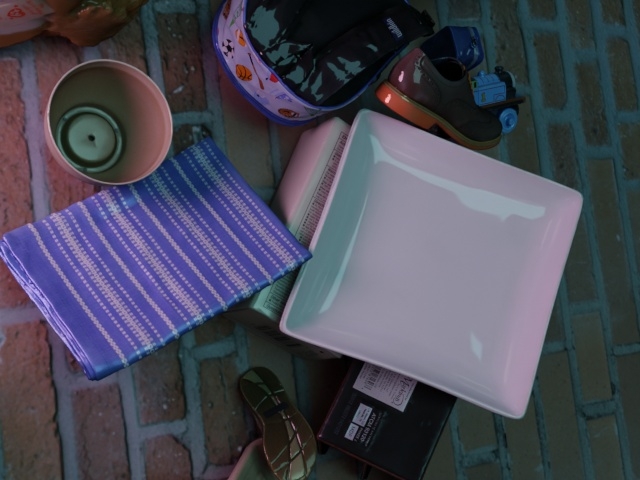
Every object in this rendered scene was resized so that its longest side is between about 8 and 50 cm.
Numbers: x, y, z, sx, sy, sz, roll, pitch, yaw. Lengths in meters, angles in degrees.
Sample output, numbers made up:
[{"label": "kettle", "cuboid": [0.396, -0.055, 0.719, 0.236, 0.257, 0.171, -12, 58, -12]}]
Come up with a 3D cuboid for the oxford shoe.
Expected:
[{"label": "oxford shoe", "cuboid": [0.197, -0.202, 1.487, 0.271, 0.097, 0.098, 12, 119, -50]}]

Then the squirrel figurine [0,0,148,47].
[{"label": "squirrel figurine", "cuboid": [-0.381, -0.444, 1.282, 0.397, 0.281, 0.370, -2, 72, -43]}]

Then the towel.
[{"label": "towel", "cuboid": [-0.212, 0.012, 1.322, 0.336, 0.040, 0.243, -30, 65, -26]}]

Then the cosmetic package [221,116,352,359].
[{"label": "cosmetic package", "cuboid": [0.000, 0.000, 1.472, 0.160, 0.113, 0.309, 33, 68, -21]}]

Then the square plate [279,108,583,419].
[{"label": "square plate", "cuboid": [0.158, 0.030, 1.412, 0.347, 0.049, 0.344, 21, 71, -3]}]

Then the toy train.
[{"label": "toy train", "cuboid": [0.247, -0.218, 1.646, 0.184, 0.080, 0.105, -16, 116, -29]}]

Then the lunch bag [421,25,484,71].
[{"label": "lunch bag", "cuboid": [0.217, -0.303, 1.646, 0.065, 0.098, 0.067, -6, 80, -32]}]

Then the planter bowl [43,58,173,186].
[{"label": "planter bowl", "cuboid": [-0.287, -0.142, 1.337, 0.162, 0.109, 0.162, 5, 80, -29]}]

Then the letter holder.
[{"label": "letter holder", "cuboid": [0.126, 0.209, 1.505, 0.152, 0.214, 0.301, 24, 69, 10]}]

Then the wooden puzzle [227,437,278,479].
[{"label": "wooden puzzle", "cuboid": [-0.068, 0.464, 1.313, 0.322, 0.081, 0.348, 62, 20, -7]}]

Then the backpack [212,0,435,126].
[{"label": "backpack", "cuboid": [-0.023, -0.299, 1.450, 0.276, 0.213, 0.263, 45, 55, -12]}]

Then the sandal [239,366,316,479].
[{"label": "sandal", "cuboid": [-0.058, 0.255, 1.409, 0.072, 0.049, 0.180, -21, 56, -15]}]
